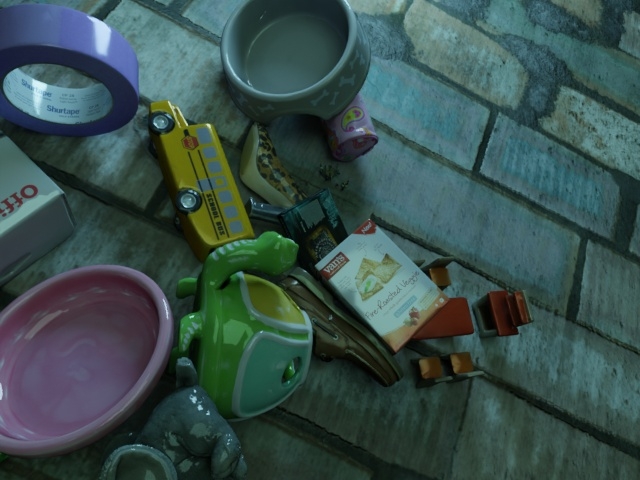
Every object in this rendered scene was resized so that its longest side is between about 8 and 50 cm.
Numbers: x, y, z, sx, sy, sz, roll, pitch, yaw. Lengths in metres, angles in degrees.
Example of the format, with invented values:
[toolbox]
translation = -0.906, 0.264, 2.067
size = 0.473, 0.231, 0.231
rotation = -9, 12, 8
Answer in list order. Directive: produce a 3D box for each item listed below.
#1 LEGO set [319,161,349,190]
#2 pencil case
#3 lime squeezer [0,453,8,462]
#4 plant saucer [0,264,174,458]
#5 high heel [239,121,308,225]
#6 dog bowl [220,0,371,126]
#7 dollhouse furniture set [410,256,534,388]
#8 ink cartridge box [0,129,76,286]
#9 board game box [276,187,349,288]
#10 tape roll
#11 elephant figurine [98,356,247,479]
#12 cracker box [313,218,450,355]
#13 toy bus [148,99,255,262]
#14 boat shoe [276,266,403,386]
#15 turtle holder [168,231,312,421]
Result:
[LEGO set]
translation = 0.028, -0.151, 1.212
size = 0.054, 0.023, 0.083
rotation = -34, 95, -24
[pencil case]
translation = 0.046, -0.336, 1.234
size = 0.124, 0.124, 0.284
rotation = -10, 71, -21
[lime squeezer]
translation = -0.514, 0.304, 0.850
size = 0.310, 0.059, 0.110
rotation = -26, 47, -24
[plant saucer]
translation = -0.395, 0.191, 0.843
size = 0.331, 0.084, 0.332
rotation = -5, 49, 6
[high heel]
translation = -0.081, -0.138, 1.150
size = 0.186, 0.093, 0.261
rotation = 13, 57, -30
[dog bowl]
translation = -0.065, -0.428, 1.161
size = 0.348, 0.102, 0.349
rotation = -3, 76, 10
[dollhouse furniture set]
translation = 0.302, 0.162, 1.108
size = 0.258, 0.135, 0.262
rotation = -3, 70, -19
[ink cartridge box]
translation = -0.674, -0.098, 0.884
size = 0.395, 0.166, 0.285
rotation = 43, 64, 2
[board game box]
translation = 0.000, 0.000, 1.092
size = 0.126, 0.026, 0.186
rotation = -32, 109, -25
[tape roll]
translation = -0.484, -0.303, 0.964
size = 0.274, 0.275, 0.090
rotation = 0, 69, -18
[elephant figurine]
translation = -0.232, 0.322, 0.696
size = 0.239, 0.170, 0.186
rotation = -27, 51, -28
[cracker box]
translation = 0.119, 0.093, 1.038
size = 0.155, 0.067, 0.232
rotation = -41, 76, -15
[toy bus]
translation = -0.254, -0.125, 1.060
size = 0.130, 0.108, 0.333
rotation = -16, 75, -23
[boat shoe]
translation = 0.022, 0.195, 1.032
size = 0.307, 0.111, 0.104
rotation = 41, 68, 11
[turtle holder]
translation = -0.137, 0.150, 0.904
size = 0.227, 0.243, 0.321
rotation = 6, 82, -17
